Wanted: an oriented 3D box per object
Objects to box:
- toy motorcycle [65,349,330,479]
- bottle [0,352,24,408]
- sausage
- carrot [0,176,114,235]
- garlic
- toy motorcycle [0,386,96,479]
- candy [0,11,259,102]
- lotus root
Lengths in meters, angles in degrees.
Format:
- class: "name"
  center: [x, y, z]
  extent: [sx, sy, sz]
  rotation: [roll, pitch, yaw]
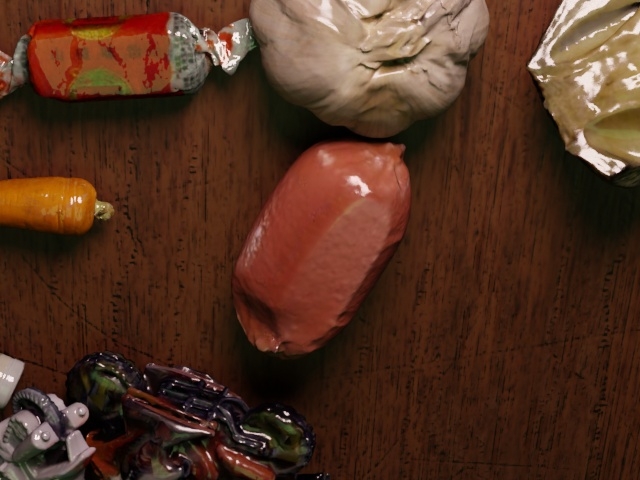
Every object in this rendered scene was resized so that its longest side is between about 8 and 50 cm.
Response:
- class: "toy motorcycle"
  center: [-0.097, 0.258, 1.203]
  extent: [0.401, 0.134, 0.207]
  rotation: [14, 114, 8]
- class: "bottle"
  center: [-0.433, 0.116, 1.190]
  extent: [0.217, 0.060, 0.060]
  rotation: [27, 111, -11]
- class: "sausage"
  center: [0.000, 0.000, 1.101]
  extent: [0.148, 0.148, 0.254]
  rotation: [31, 117, -14]
- class: "carrot"
  center: [-0.342, -0.041, 1.124]
  extent: [0.257, 0.061, 0.061]
  rotation: [4, 114, 0]
- class: "garlic"
  center: [0.048, -0.200, 1.008]
  extent: [0.228, 0.152, 0.227]
  rotation: [2, 119, 3]
- class: "toy motorcycle"
  center: [-0.302, 0.275, 1.209]
  extent: [0.171, 0.110, 0.260]
  rotation: [41, 131, 12]
- class: "candy"
  center: [-0.202, -0.176, 1.063]
  extent: [0.292, 0.059, 0.086]
  rotation: [-3, 111, 0]
- class: "lotus root"
  center: [0.359, -0.191, 1.035]
  extent: [0.314, 0.142, 0.210]
  rotation: [-26, 74, 15]
